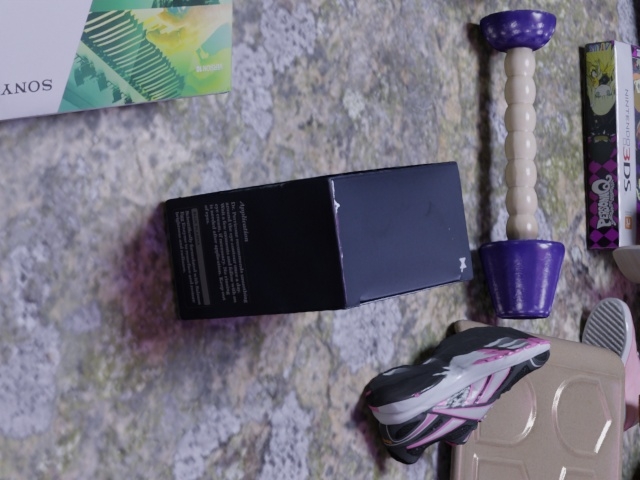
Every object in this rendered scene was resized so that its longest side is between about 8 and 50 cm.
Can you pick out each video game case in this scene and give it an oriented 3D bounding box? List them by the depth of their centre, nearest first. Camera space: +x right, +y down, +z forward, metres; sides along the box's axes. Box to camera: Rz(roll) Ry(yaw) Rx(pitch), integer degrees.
[{"bbox_3d":[0.351,-0.090,1.706,0.232,0.041,0.210,5,83,-50],"label":"video game case"}]

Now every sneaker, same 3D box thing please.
[{"bbox_3d":[0.116,0.130,1.372,0.178,0.072,0.077,-20,113,-25],"label":"sneaker"},{"bbox_3d":[0.295,0.124,1.610,0.070,0.051,0.134,3,87,-52],"label":"sneaker"}]

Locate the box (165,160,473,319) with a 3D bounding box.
[{"bbox_3d":[0.000,0.000,1.180,0.156,0.158,0.093,-10,94,-51],"label":"box"}]

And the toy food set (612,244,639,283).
[{"bbox_3d":[0.450,-0.055,1.617,0.306,0.219,0.092,-43,121,-42],"label":"toy food set"}]

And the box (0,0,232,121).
[{"bbox_3d":[-0.148,-0.245,1.057,0.232,0.058,0.322,-14,111,-50],"label":"box"}]

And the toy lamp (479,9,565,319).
[{"bbox_3d":[0.179,-0.067,1.470,0.080,0.080,0.275,7,78,-50],"label":"toy lamp"}]

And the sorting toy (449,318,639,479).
[{"bbox_3d":[0.229,0.204,1.494,0.307,0.041,0.229,13,72,-37],"label":"sorting toy"}]
